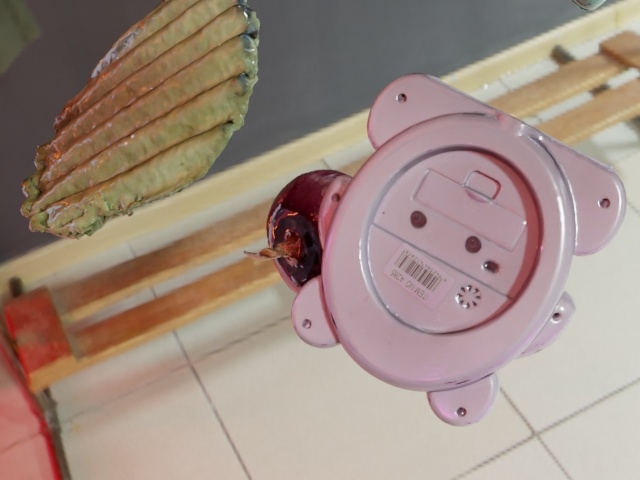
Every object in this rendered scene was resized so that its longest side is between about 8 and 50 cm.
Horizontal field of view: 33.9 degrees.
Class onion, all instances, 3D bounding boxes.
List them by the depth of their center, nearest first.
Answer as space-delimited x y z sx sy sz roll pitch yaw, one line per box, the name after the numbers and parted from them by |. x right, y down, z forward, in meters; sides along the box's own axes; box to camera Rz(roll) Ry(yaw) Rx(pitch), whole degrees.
0.008 -0.003 1.338 0.177 0.177 0.153 15 14 21 | onion

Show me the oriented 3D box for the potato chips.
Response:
-0.221 -0.170 1.306 0.429 0.070 0.358 -24 44 37 | potato chips

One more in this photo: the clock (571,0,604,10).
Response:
0.069 -0.244 0.425 0.262 0.116 0.231 41 41 0 | clock

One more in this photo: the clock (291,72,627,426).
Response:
0.138 0.011 1.131 0.296 0.113 0.322 29 96 9 | clock
